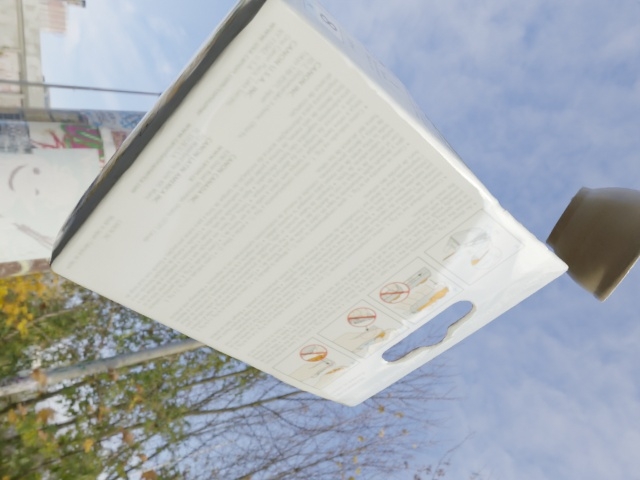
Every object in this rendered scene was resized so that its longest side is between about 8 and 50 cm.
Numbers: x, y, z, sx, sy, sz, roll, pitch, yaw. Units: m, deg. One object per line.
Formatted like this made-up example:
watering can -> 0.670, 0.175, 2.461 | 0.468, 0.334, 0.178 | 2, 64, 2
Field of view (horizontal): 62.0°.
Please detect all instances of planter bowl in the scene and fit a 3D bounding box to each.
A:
planter bowl -> 0.390, -0.009, 0.749 | 0.109, 0.162, 0.162 | 33, -55, 23

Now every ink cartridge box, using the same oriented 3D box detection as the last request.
ink cartridge box -> 0.000, 0.000, 0.513 | 0.308, 0.385, 0.091 | -41, -146, 26
